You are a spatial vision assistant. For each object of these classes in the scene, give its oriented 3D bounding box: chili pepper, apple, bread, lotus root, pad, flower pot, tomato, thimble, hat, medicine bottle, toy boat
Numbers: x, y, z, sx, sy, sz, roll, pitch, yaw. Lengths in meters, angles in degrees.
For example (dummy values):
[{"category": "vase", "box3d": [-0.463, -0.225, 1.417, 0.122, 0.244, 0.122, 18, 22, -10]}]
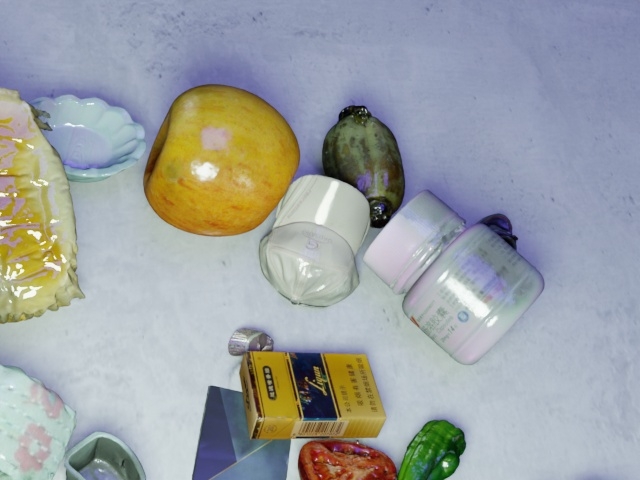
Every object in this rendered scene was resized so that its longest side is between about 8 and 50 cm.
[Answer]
[{"category": "chili pepper", "box3d": [0.179, 0.411, 1.466, 0.253, 0.084, 0.099, -49, 124, -40]}, {"category": "apple", "box3d": [-0.187, -0.145, 1.610, 0.275, 0.299, 0.298, 25, 49, -21]}, {"category": "bread", "box3d": [-0.540, -0.055, 1.397, 0.236, 0.183, 0.388, -11, 88, -25]}, {"category": "lotus root", "box3d": [0.093, -0.146, 1.806, 0.173, 0.173, 0.309, 5, 54, -18]}, {"category": "pad", "box3d": [-0.132, 0.372, 1.434, 0.164, 0.004, 0.242, 15, 51, -11]}, {"category": "flower pot", "box3d": [-0.307, 0.412, 1.270, 0.103, 0.108, 0.229, -21, 65, -32]}, {"category": "tomato", "box3d": [0.044, 0.413, 1.410, 0.174, 0.082, 0.166, 8, 19, -15]}, {"category": "thimble", "box3d": [-0.476, 0.284, 1.246, 0.211, 0.185, 0.149, 27, 51, -10]}, {"category": "hat", "box3d": [-0.126, 0.196, 1.547, 0.087, 0.042, 0.058, -10, 50, 13]}, {"category": "hat", "box3d": [0.000, 0.000, 1.639, 0.220, 0.225, 0.164, 20, 30, -4]}, {"category": "medicine bottle", "box3d": [0.257, 0.068, 1.654, 0.302, 0.241, 0.241, 43, 52, 11]}, {"category": "toy boat", "box3d": [-0.492, -0.190, 1.640, 0.291, 0.100, 0.199, 13, 52, -14]}]

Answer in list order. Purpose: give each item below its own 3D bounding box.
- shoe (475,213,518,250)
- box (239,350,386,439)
[{"category": "shoe", "box3d": [0.378, 0.006, 1.824, 0.099, 0.125, 0.227, 25, 52, 0]}, {"category": "box", "box3d": [-0.017, 0.275, 1.490, 0.237, 0.070, 0.152, 6, 40, -20]}]
